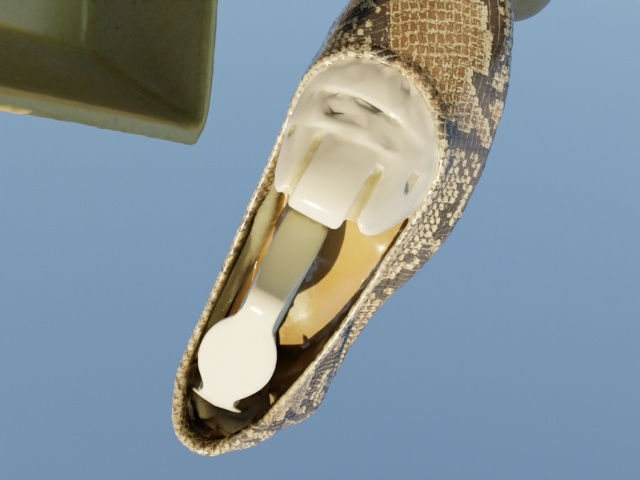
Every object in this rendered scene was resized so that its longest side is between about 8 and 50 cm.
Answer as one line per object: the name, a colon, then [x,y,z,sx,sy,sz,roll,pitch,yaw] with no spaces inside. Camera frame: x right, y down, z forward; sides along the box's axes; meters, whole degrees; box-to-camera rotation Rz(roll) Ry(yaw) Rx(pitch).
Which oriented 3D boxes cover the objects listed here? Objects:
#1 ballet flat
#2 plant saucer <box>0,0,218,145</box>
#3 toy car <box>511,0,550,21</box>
ballet flat: [0.000,0.000,0.884,0.164,0.483,0.182,34,-149,10]
plant saucer: [-0.154,-0.223,0.508,0.081,0.333,0.332,5,-179,23]
toy car: [0.172,-0.263,1.032,0.149,0.188,0.155,43,-154,-6]
